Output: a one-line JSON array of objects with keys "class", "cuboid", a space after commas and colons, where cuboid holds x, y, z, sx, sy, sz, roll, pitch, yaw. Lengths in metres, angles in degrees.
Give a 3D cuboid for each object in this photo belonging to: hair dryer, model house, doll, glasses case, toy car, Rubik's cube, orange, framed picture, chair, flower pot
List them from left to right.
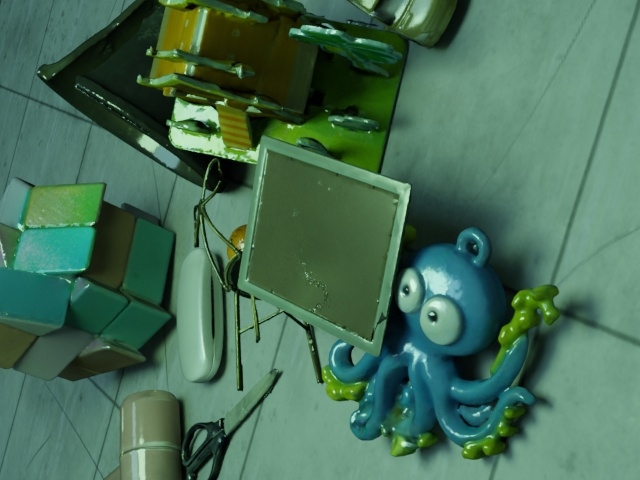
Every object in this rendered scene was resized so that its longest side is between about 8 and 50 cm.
[{"class": "Rubik's cube", "cuboid": [-0.469, 0.069, 1.924, 0.368, 0.358, 0.387, 27, 92, 53]}, {"class": "hair dryer", "cuboid": [-0.350, 0.408, 1.869, 0.344, 0.106, 0.189, -41, 48, 49]}, {"class": "flower pot", "cuboid": [-0.258, -0.274, 1.791, 0.379, 0.379, 0.251, 21, 76, 55]}, {"class": "glasses case", "cuboid": [-0.206, 0.127, 1.772, 0.092, 0.059, 0.233, -34, 54, 47]}, {"class": "orange", "cuboid": [-0.109, 0.012, 1.654, 0.083, 0.083, 0.084, -22, 62, 50]}, {"class": "model house", "cuboid": [-0.075, -0.217, 1.382, 0.357, 0.313, 0.243, 15, 94, 13]}, {"class": "chair", "cuboid": [-0.080, 0.043, 1.521, 0.160, 0.170, 0.326, 111, 152, -48]}, {"class": "framed picture", "cuboid": [0.000, 0.000, 1.296, 0.273, 0.016, 0.217, 24, 109, 43]}, {"class": "toy car", "cuboid": [0.085, -0.361, 1.454, 0.257, 0.124, 0.101, 50, 121, 50]}, {"class": "doll", "cuboid": [0.111, 0.116, 1.257, 0.346, 0.098, 0.341, 49, 123, 38]}]

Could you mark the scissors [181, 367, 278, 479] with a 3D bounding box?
[{"class": "scissors", "cuboid": [-0.144, 0.292, 1.668, 0.300, 0.022, 0.109, -50, 47, 33]}]
